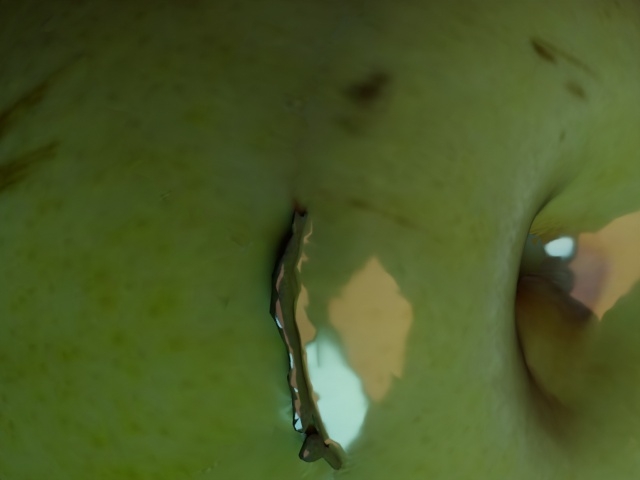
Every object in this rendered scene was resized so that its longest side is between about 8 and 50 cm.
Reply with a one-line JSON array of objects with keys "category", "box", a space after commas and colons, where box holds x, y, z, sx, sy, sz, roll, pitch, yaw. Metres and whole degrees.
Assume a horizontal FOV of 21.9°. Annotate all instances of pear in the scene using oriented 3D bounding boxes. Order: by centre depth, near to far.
[{"category": "pear", "box": [0.000, 0.000, 0.539, 0.309, 0.309, 0.309, -8, 107, -27]}]
